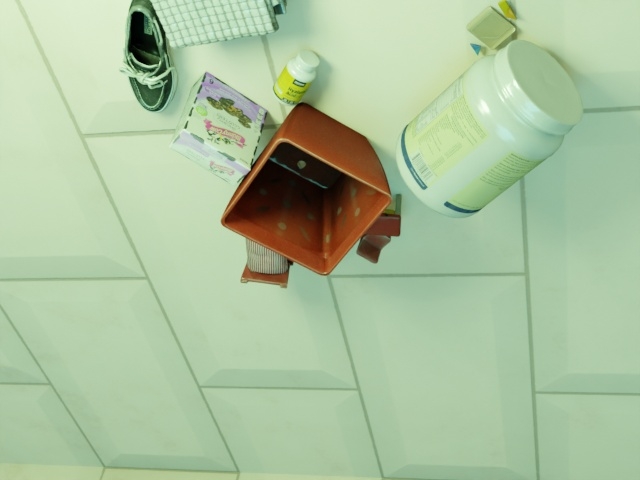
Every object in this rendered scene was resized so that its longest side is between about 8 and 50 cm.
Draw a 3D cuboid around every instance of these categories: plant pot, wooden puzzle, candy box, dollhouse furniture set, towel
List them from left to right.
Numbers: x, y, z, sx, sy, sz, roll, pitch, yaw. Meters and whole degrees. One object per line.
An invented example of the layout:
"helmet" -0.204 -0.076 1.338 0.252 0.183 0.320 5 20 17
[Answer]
"towel" -0.206 -0.513 1.796 0.235 0.121 0.283 -7 133 17
"candy box" -0.212 -0.236 2.032 0.165 0.196 0.070 31 134 -20
"plant pot" -0.023 -0.133 2.058 0.267 0.235 0.267 28 127 -16
"dollhouse furniture set" 0.000 0.000 2.269 0.374 0.152 0.201 5 137 7
"wooden puzzle" 0.330 -0.411 1.860 0.078 0.014 0.116 41 130 -22

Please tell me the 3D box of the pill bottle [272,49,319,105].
"pill bottle" -0.049 -0.337 1.985 0.065 0.065 0.116 24 136 -13

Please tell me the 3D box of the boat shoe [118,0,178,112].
"boat shoe" -0.355 -0.370 1.987 0.113 0.105 0.306 14 137 -2

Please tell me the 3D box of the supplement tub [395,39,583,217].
"supplement tub" 0.329 -0.217 1.903 0.235 0.235 0.325 31 134 -20
